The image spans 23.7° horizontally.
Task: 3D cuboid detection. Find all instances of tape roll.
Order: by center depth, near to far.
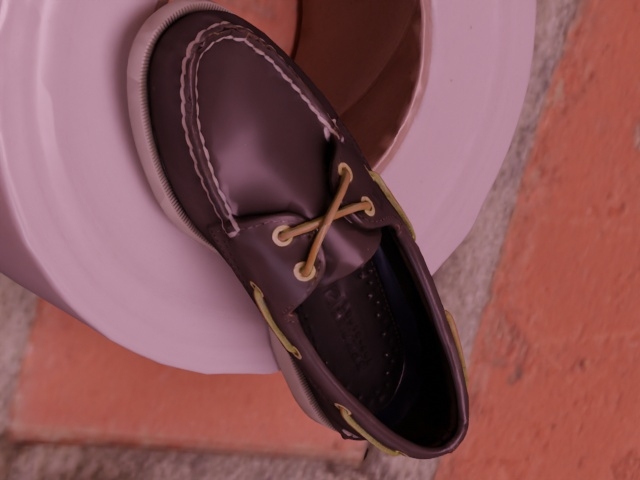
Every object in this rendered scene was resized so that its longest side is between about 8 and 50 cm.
[{"bbox_3d":[-0.038,-0.090,0.668,0.286,0.100,0.286,-14,114,-34],"label":"tape roll"}]

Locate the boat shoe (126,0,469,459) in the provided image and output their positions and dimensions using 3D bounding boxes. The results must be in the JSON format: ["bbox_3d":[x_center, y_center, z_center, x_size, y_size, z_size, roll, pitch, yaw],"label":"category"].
[{"bbox_3d":[0.000,0.000,0.617,0.081,0.069,0.227,-44,128,-19],"label":"boat shoe"}]
